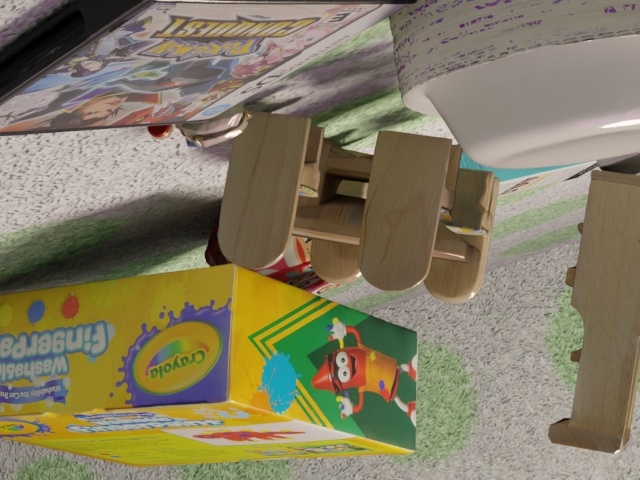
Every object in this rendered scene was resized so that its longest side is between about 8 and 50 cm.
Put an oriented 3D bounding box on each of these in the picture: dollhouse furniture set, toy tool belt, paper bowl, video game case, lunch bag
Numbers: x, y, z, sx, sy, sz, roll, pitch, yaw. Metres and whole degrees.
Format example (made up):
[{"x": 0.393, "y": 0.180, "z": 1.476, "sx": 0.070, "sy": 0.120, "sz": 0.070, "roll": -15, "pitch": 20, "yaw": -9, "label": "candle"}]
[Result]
[{"x": 0.122, "y": 0.044, "z": 1.678, "sx": 0.394, "sy": 0.256, "sz": 0.362, "roll": 9, "pitch": 178, "yaw": 13, "label": "dollhouse furniture set"}, {"x": -0.102, "y": -0.100, "z": 1.460, "sx": 0.083, "sy": 0.052, "sz": 0.051, "roll": -18, "pitch": 164, "yaw": 6, "label": "toy tool belt"}, {"x": 0.201, "y": -0.143, "z": 1.340, "sx": 0.284, "sy": 0.148, "sz": 0.284, "roll": -9, "pitch": 174, "yaw": -1, "label": "paper bowl"}, {"x": -0.105, "y": -0.138, "z": 1.252, "sx": 0.248, "sy": 0.035, "sz": 0.275, "roll": -25, "pitch": 170, "yaw": 41, "label": "video game case"}, {"x": 0.000, "y": 0.000, "z": 2.100, "sx": 0.258, "sy": 0.120, "sz": 0.293, "roll": -17, "pitch": 171, "yaw": -13, "label": "lunch bag"}]

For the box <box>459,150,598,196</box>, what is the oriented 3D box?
[{"x": 0.252, "y": -0.099, "z": 2.191, "sx": 0.244, "sy": 0.060, "sz": 0.100, "roll": -13, "pitch": 171, "yaw": -29, "label": "box"}]

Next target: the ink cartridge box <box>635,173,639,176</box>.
[{"x": 0.551, "y": -0.091, "z": 2.388, "sx": 0.278, "sy": 0.201, "sz": 0.117, "roll": -14, "pitch": 171, "yaw": -26, "label": "ink cartridge box"}]

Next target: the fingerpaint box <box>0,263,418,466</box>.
[{"x": -0.166, "y": 0.160, "z": 2.052, "sx": 0.445, "sy": 0.163, "sz": 0.371, "roll": -8, "pitch": 161, "yaw": 35, "label": "fingerpaint box"}]

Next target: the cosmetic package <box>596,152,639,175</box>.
[{"x": 0.330, "y": -0.161, "z": 1.630, "sx": 0.183, "sy": 0.151, "sz": 0.151, "roll": -21, "pitch": 172, "yaw": 11, "label": "cosmetic package"}]
